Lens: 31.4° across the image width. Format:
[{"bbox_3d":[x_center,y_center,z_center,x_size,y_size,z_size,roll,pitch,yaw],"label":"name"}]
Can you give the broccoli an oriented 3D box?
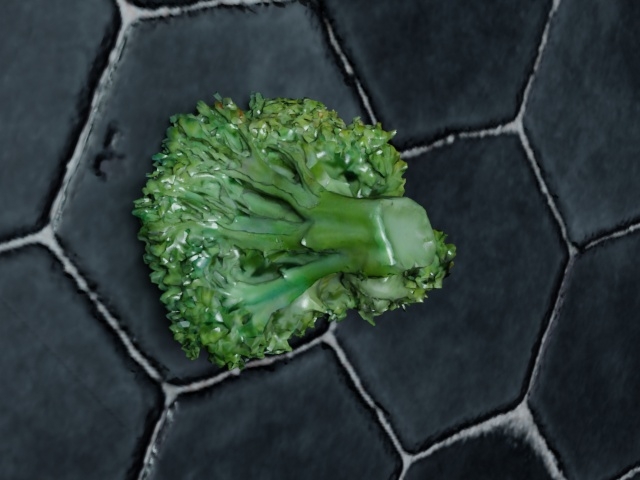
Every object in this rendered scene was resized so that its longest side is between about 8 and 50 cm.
[{"bbox_3d":[0.000,0.000,0.714,0.220,0.194,0.194,17,87,-35],"label":"broccoli"}]
